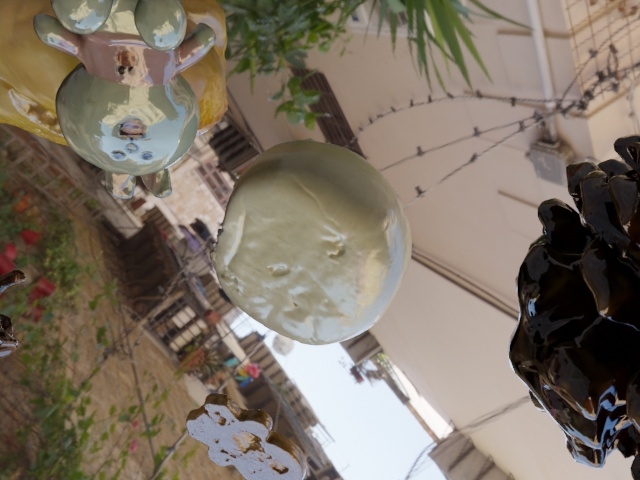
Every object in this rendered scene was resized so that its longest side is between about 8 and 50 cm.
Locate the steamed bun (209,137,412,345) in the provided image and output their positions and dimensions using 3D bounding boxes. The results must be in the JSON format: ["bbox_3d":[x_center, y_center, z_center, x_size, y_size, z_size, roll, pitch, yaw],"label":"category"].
[{"bbox_3d":[0.000,0.000,0.966,0.334,0.312,0.233,-55,178,38],"label":"steamed bun"}]

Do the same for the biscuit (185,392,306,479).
[{"bbox_3d":[-0.125,0.372,1.032,0.184,0.248,0.035,-47,-172,35],"label":"biscuit"}]

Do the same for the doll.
[{"bbox_3d":[-0.179,-0.150,0.547,0.154,0.275,0.113,-5,-119,-17],"label":"doll"}]

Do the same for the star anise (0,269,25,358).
[{"bbox_3d":[-0.312,0.083,0.424,0.212,0.196,0.111,16,-162,8],"label":"star anise"}]

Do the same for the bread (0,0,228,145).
[{"bbox_3d":[-0.336,-0.255,0.827,0.394,0.250,0.361,21,-150,17],"label":"bread"}]

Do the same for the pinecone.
[{"bbox_3d":[0.375,0.072,0.560,0.397,0.398,0.398,-21,-146,15],"label":"pinecone"}]
